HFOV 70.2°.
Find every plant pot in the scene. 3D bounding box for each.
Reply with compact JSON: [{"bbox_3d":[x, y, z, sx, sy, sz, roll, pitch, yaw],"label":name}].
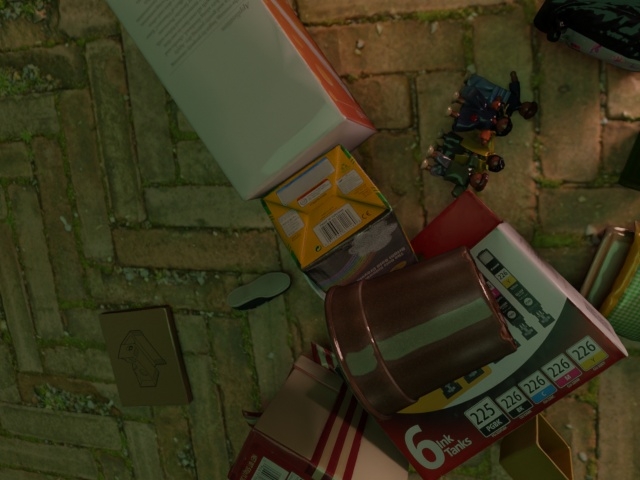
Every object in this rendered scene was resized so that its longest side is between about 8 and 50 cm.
[{"bbox_3d":[0.116,0.095,0.516,0.165,0.167,0.167,-28,92,19],"label":"plant pot"},{"bbox_3d":[0.328,0.334,0.707,0.081,0.081,0.083,48,121,3],"label":"plant pot"}]

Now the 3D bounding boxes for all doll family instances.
[{"bbox_3d":[0.228,-0.152,0.643,0.111,0.076,0.193,26,103,15],"label":"doll family"}]

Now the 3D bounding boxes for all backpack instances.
[{"bbox_3d":[0.378,-0.286,0.552,0.181,0.115,0.152,32,119,7],"label":"backpack"}]

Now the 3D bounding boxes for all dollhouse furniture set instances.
[{"bbox_3d":[0.469,0.019,0.564,0.197,0.151,0.302,18,105,12],"label":"dollhouse furniture set"}]

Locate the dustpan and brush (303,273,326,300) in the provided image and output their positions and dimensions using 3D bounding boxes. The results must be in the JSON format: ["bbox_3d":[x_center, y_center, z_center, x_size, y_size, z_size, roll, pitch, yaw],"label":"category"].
[{"bbox_3d":[0.000,0.000,0.742,0.211,0.060,0.147,45,109,3],"label":"dustpan and brush"}]

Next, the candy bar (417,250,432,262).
[{"bbox_3d":[0.149,0.065,0.735,0.040,0.018,0.161,41,108,5],"label":"candy bar"}]

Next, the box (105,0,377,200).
[{"bbox_3d":[-0.100,-0.248,0.638,0.168,0.215,0.345,-35,88,19],"label":"box"}]

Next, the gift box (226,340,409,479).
[{"bbox_3d":[-0.017,0.337,0.706,0.276,0.258,0.255,33,106,8],"label":"gift box"}]

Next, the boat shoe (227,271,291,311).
[{"bbox_3d":[-0.103,0.094,0.802,0.125,0.038,0.046,-24,51,13],"label":"boat shoe"}]

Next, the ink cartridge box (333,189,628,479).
[{"bbox_3d":[0.182,0.126,0.641,0.272,0.130,0.309,48,112,13],"label":"ink cartridge box"}]

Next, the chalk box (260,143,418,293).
[{"bbox_3d":[0.039,-0.001,0.634,0.132,0.213,0.132,-35,57,3],"label":"chalk box"}]

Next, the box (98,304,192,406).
[{"bbox_3d":[-0.351,0.234,0.908,0.164,0.021,0.202,-8,99,17],"label":"box"}]
